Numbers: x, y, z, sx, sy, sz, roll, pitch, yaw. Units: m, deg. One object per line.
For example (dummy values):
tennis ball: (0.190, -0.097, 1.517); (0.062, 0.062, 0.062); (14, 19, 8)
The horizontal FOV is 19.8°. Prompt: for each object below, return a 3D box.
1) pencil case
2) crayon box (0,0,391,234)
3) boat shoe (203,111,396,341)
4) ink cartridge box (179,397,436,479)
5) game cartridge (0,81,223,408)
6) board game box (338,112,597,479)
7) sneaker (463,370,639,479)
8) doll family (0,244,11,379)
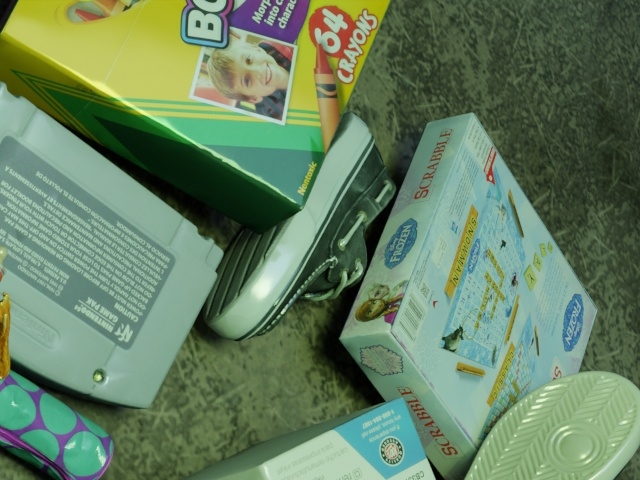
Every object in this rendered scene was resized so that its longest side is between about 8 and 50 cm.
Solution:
pencil case: (-0.246, 0.156, 1.538); (0.151, 0.064, 0.070); (36, 34, -29)
crayon box: (-0.103, -0.240, 1.731); (0.313, 0.106, 0.363); (30, 63, -16)
boat shoe: (0.000, 0.000, 1.813); (0.119, 0.121, 0.335); (48, 43, -14)
ink cartridge box: (-0.002, 0.311, 1.617); (0.198, 0.197, 0.270); (-21, 88, -47)
game cartridge: (-0.233, 0.014, 1.581); (0.294, 0.060, 0.196); (38, 64, -30)
board game box: (0.167, 0.087, 1.941); (0.318, 0.066, 0.319); (54, 42, -31)
sneaker: (0.203, 0.285, 1.832); (0.350, 0.131, 0.148); (-46, 144, -16)
doll family: (-0.329, 0.072, 1.407); (0.263, 0.118, 0.163); (-32, 108, -31)
